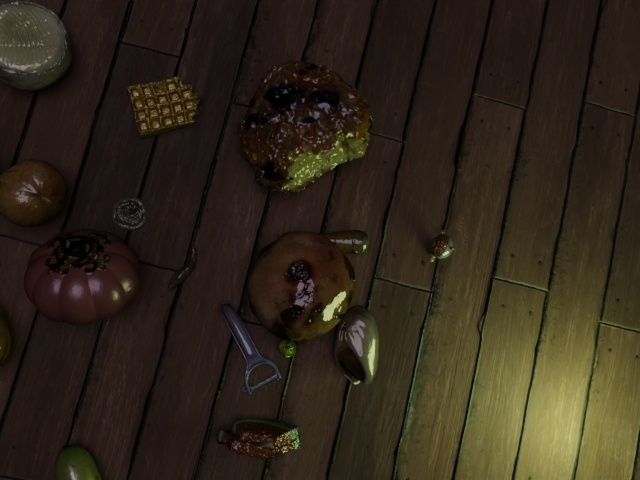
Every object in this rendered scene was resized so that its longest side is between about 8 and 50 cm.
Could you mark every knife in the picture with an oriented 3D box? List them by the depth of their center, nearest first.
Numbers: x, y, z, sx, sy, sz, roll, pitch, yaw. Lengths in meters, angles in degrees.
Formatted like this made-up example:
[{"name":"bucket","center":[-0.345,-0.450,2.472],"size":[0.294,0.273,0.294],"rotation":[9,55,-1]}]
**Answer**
[{"name":"knife","center":[-0.232,0.312,1.807],"size":[0.123,0.053,0.278],"rotation":[-28,86,-5]}]

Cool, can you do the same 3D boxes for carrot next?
[{"name":"carrot","center":[0.000,0.000,1.871],"size":[0.298,0.078,0.078],"rotation":[4,83,-1]}]

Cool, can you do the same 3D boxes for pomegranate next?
[{"name":"pomegranate","center":[-0.056,0.130,1.742],"size":[0.322,0.322,0.322],"rotation":[1,83,-7]}]

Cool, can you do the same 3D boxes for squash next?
[{"name":"squash","center":[-0.675,0.658,1.686],"size":[0.123,0.123,0.187],"rotation":[-18,82,-9]}]

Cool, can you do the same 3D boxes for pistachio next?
[{"name":"pistachio","center":[0.111,0.312,1.808],"size":[0.153,0.137,0.238],"rotation":[5,82,-41]}]

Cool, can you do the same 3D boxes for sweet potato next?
[{"name":"sweet potato","center":[-0.409,0.088,1.822],"size":[0.041,0.038,0.153],"rotation":[36,78,-25]}]

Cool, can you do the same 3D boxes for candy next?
[{"name":"candy","center":[-0.090,0.308,1.752],"size":[0.062,0.194,0.058],"rotation":[2,79,-6]}]

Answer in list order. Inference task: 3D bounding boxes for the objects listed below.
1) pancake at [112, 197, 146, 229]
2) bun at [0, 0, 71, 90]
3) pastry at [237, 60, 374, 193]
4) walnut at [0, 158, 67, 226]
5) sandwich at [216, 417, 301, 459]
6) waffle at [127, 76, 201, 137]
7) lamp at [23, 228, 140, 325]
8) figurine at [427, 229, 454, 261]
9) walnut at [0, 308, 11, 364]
[{"name":"pancake","center":[-0.578,-0.080,1.832],"size":[0.108,0.017,0.108],"rotation":[2,79,-8]},{"name":"bun","center":[-0.859,-0.561,1.788],"size":[0.259,0.152,0.259],"rotation":[4,77,-17]},{"name":"pastry","center":[-0.059,-0.350,1.792],"size":[0.405,0.292,0.337],"rotation":[-29,77,0]},{"name":"walnut","center":[-0.813,-0.132,1.709],"size":[0.195,0.221,0.195],"rotation":[0,90,-33]},{"name":"sandwich","center":[-0.183,0.561,1.739],"size":[0.235,0.159,0.079],"rotation":[4,87,14]},{"name":"waffle","center":[-0.470,-0.419,1.865],"size":[0.211,0.055,0.160],"rotation":[-16,86,-8]},{"name":"lamp","center":[-0.656,0.112,1.689],"size":[0.305,0.240,0.305],"rotation":[6,40,-5]},{"name":"figurine","center":[0.362,0.027,1.864],"size":[0.068,0.143,0.101],"rotation":[24,58,-2]},{"name":"walnut","center":[-0.988,0.224,1.657],"size":[0.209,0.209,0.336],"rotation":[-37,90,-9]}]
